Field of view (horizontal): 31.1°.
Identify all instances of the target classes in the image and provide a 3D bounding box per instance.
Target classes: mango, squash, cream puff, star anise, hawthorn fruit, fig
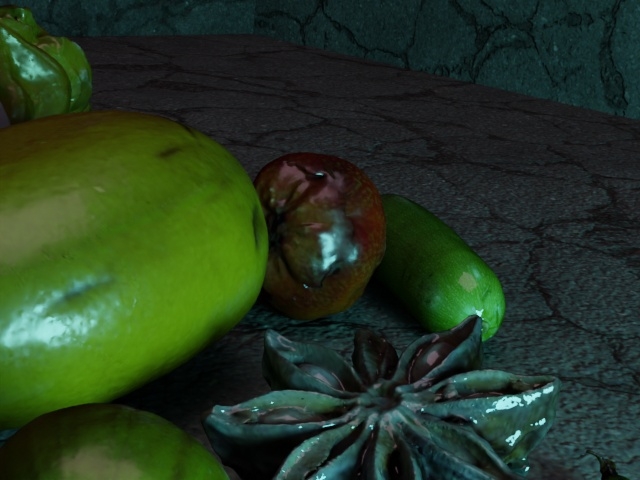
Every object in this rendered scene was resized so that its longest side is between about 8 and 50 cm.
[{"bbox_3d":[-0.234,0.019,0.917,0.301,0.220,0.445,21,26,36],"label":"mango"},{"bbox_3d":[0.100,0.016,1.237,0.101,0.101,0.378,1,16,-15],"label":"squash"},{"bbox_3d":[-0.411,-0.171,1.441,0.291,0.257,0.324,16,19,20],"label":"cream puff"},{"bbox_3d":[0.046,0.143,0.787,0.223,0.109,0.236,4,32,23],"label":"star anise"},{"bbox_3d":[-0.006,0.001,1.157,0.173,0.179,0.173,-9,52,11],"label":"hawthorn fruit"},{"bbox_3d":[-0.105,0.155,0.637,0.142,0.148,0.186,14,20,12],"label":"fig"}]

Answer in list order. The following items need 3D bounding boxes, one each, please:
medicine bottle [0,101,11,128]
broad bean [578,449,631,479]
[{"bbox_3d":[-0.491,-0.056,1.086,0.219,0.219,0.388,13,19,24],"label":"medicine bottle"},{"bbox_3d":[0.176,0.199,0.749,0.069,0.039,0.227,19,19,20],"label":"broad bean"}]
